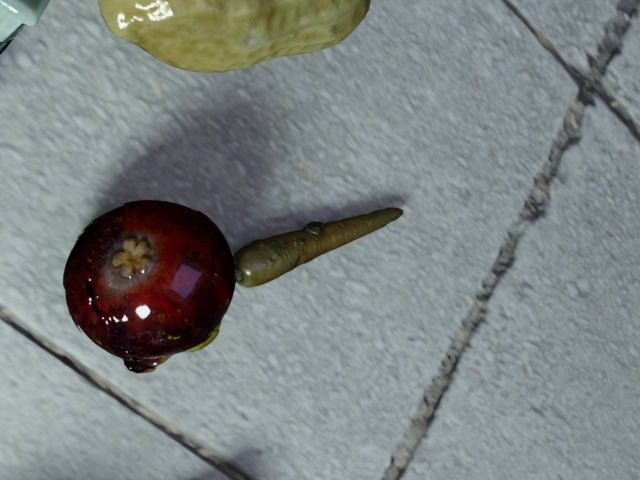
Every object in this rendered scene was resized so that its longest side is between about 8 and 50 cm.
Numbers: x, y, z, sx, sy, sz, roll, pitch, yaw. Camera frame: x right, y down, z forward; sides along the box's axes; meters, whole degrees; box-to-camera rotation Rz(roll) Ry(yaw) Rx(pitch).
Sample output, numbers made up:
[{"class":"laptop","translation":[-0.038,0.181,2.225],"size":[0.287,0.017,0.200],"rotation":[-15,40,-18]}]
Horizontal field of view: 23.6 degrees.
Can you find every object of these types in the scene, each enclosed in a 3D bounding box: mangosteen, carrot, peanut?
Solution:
[{"class":"mangosteen","translation":[-0.159,0.047,1.487],"size":[0.166,0.166,0.180],"rotation":[-62,150,-18]},{"class":"carrot","translation":[0.000,0.000,1.670],"size":[0.254,0.049,0.049],"rotation":[-20,104,-39]},{"class":"peanut","translation":[-0.082,-0.248,1.544],"size":[0.305,0.147,0.147],"rotation":[-17,103,-31]}]

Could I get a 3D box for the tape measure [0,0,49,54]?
[{"class":"tape measure","translation":[-0.321,-0.314,1.312],"size":[0.259,0.138,0.262],"rotation":[38,59,-22]}]
